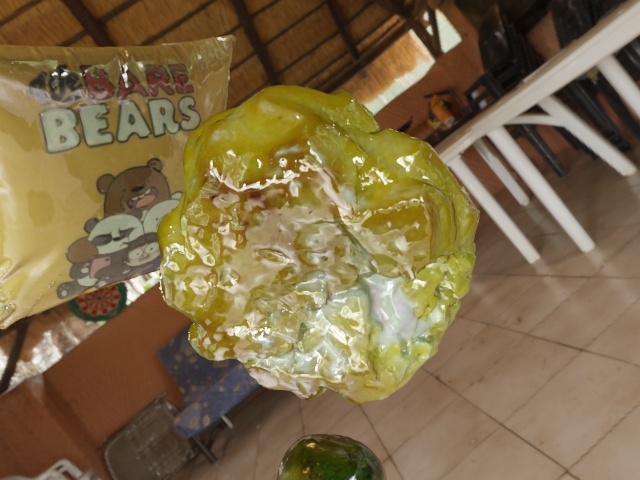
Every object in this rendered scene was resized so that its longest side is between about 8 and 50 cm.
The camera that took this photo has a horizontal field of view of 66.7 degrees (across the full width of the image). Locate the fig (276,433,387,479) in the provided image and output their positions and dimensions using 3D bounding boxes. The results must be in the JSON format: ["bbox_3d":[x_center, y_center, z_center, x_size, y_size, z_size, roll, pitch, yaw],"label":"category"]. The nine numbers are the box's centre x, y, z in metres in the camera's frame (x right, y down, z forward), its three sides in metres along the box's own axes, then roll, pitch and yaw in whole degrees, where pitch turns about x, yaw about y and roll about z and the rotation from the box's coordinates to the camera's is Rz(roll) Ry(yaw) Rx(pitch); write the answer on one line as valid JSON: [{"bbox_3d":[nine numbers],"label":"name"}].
[{"bbox_3d":[0.015,0.283,0.484,0.117,0.177,0.117,-6,2,0],"label":"fig"}]

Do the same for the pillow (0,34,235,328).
[{"bbox_3d":[-0.231,-0.070,0.542,0.310,0.119,0.312,-19,-48,-37],"label":"pillow"}]

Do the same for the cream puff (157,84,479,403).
[{"bbox_3d":[0.002,0.001,0.428,0.282,0.282,0.185,-39,14,24],"label":"cream puff"}]
